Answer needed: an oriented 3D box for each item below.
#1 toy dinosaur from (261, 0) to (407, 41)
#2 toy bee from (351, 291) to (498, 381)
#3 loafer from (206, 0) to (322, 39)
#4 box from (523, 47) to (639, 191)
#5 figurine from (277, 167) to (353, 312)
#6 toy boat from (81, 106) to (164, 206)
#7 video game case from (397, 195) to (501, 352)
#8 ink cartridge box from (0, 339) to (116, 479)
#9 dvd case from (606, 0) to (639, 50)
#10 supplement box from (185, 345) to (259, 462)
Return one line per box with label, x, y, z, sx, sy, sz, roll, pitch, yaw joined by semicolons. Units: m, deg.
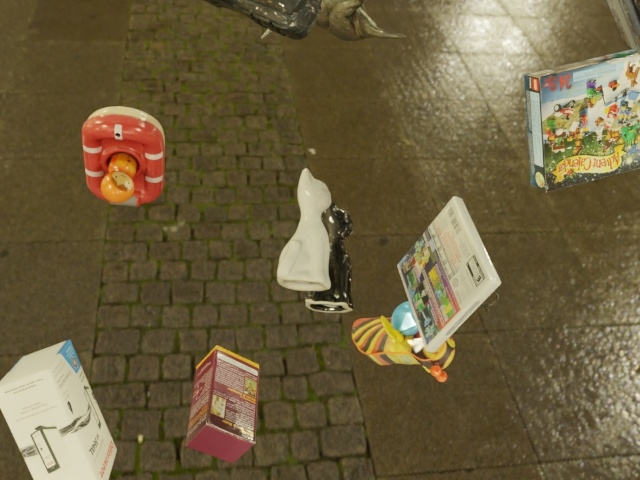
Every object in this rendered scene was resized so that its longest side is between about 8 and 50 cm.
toy dinosaur;0.024;-0.426;1.252;0.314;0.160;0.121;20;72;13
toy bee;0.192;0.200;1.367;0.195;0.298;0.162;27;48;-26
loafer;-0.096;-0.297;0.772;0.223;0.078;0.076;27;5;14
box;0.399;-0.172;0.955;0.233;0.159;0.044;-15;21;-9
figurine;0.000;0.000;1.237;0.092;0.215;0.209;-1;68;20
toy boat;-0.374;-0.134;1.305;0.151;0.231;0.151;4;48;-9
video game case;0.208;0.055;1.167;0.023;0.183;0.201;16;39;-26
ink cartridge box;-0.385;0.271;1.029;0.086;0.203;0.148;-21;12;-5
dvd case;0.507;-0.387;1.149;0.022;0.180;0.253;-25;18;20
supplement box;-0.182;0.307;1.312;0.104;0.081;0.188;29;32;-23
